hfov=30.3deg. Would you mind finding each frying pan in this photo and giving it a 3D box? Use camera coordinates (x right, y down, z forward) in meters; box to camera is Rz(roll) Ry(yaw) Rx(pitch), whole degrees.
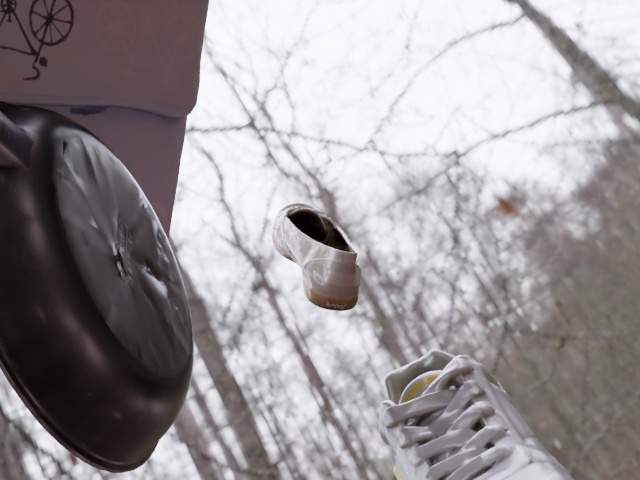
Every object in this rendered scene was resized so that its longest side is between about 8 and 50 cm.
[{"bbox_3d":[-0.144,-0.038,0.566,0.053,0.197,0.326,-22,-70,12],"label":"frying pan"}]

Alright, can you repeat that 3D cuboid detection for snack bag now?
[{"bbox_3d":[-0.179,-0.083,0.667,0.323,0.037,0.342,-4,-73,-55],"label":"snack bag"}]

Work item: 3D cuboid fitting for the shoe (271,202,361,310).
[{"bbox_3d":[0.000,0.000,1.193,0.076,0.219,0.058,1,-68,-15],"label":"shoe"}]

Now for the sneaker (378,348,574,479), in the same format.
[{"bbox_3d":[0.070,0.114,0.585,0.087,0.092,0.229,-32,4,-1],"label":"sneaker"}]
